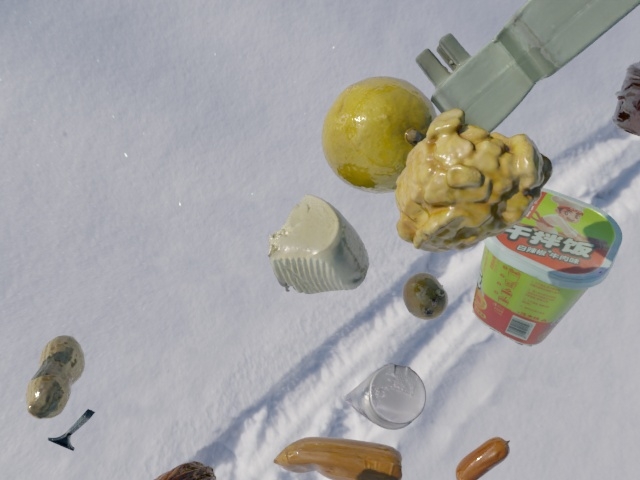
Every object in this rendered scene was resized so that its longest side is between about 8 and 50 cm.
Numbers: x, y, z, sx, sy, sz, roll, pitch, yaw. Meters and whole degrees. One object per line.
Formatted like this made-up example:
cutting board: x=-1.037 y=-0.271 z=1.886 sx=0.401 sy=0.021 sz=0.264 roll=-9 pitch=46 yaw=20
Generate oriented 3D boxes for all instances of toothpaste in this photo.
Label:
toothpaste: x=0.089 y=0.237 z=0.631 sx=0.113 sy=0.299 sz=0.073 roll=21 pitch=66 yaw=10

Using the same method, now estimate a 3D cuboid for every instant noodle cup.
instant noodle cup: x=0.511 y=0.078 z=1.062 sx=0.293 sy=0.308 sz=0.294 roll=-1 pitch=46 yaw=1

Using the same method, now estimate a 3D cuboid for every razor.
razor: x=-0.554 y=0.421 z=0.992 sx=0.066 sy=0.190 sz=0.033 roll=35 pitch=34 yaw=-18

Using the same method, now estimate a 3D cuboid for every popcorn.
popcorn: x=0.169 y=-0.062 z=0.534 sx=0.163 sy=0.194 sz=0.141 roll=30 pitch=58 yaw=-31

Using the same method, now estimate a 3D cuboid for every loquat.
loquat: x=0.375 y=0.197 z=1.552 sx=0.149 sy=0.204 sz=0.172 roll=-16 pitch=85 yaw=-18

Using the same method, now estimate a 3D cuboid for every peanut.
peanut: x=-0.722 y=0.374 z=1.202 sx=0.123 sy=0.257 sz=0.124 roll=-8 pitch=127 yaw=-10

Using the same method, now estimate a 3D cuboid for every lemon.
lemon: x=0.169 y=-0.293 z=1.233 sx=0.347 sy=0.348 sz=0.349 roll=1 pitch=86 yaw=-16

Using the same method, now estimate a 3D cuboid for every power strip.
power strip: x=0.257 y=-0.264 z=0.567 sx=0.261 sy=0.229 sz=0.141 roll=-40 pitch=91 yaw=15

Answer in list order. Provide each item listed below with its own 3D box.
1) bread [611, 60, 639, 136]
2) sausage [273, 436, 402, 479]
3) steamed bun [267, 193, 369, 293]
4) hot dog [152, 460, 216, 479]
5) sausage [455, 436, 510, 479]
bread: x=0.545 y=-0.209 z=0.628 sx=0.211 sy=0.224 sz=0.143 roll=-13 pitch=122 yaw=-24
sausage: x=0.047 y=0.614 z=1.224 sx=0.353 sy=0.134 sz=0.116 roll=9 pitch=58 yaw=1
steamed bun: x=0.000 y=0.000 z=1.327 sx=0.273 sy=0.290 sz=0.273 roll=-3 pitch=64 yaw=21
hot dog: x=-0.308 y=0.532 z=0.813 sx=0.258 sy=0.114 sz=0.175 roll=-29 pitch=104 yaw=-12
sausage: x=0.425 y=0.580 z=1.156 sx=0.183 sy=0.062 sz=0.054 roll=-39 pitch=141 yaw=8
